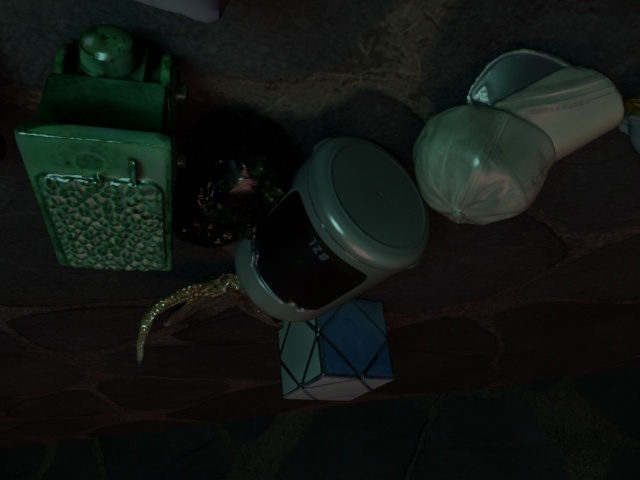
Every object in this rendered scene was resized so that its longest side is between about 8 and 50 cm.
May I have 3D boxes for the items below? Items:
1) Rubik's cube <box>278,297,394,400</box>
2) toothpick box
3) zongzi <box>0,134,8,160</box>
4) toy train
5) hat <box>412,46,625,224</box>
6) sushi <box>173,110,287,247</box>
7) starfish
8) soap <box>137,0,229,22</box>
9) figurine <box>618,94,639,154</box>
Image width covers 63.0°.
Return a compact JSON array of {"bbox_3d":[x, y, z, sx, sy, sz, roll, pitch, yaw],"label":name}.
[{"bbox_3d":[0.031,0.268,1.280,0.205,0.205,0.207,12,144,-30],"label":"Rubik's cube"},{"bbox_3d":[0.000,0.000,0.827,0.229,0.229,0.316,14,146,-31],"label":"toothpick box"},{"bbox_3d":[-0.482,-0.187,0.491,0.286,0.134,0.288,4,135,-9],"label":"zongzi"},{"bbox_3d":[-0.229,-0.100,0.596,0.145,0.201,0.266,3,146,-13],"label":"toy train"},{"bbox_3d":[0.264,-0.119,0.710,0.275,0.161,0.232,-22,151,19],"label":"hat"},{"bbox_3d":[-0.135,-0.073,0.737,0.124,0.127,0.225,14,146,-31],"label":"sushi"},{"bbox_3d":[-0.192,0.147,1.111,0.398,0.132,0.384,-13,159,-15],"label":"starfish"},{"bbox_3d":[-0.169,-0.302,0.284,0.285,0.107,0.296,16,148,-7],"label":"soap"},{"bbox_3d":[0.519,-0.134,0.757,0.271,0.143,0.143,10,146,-29],"label":"figurine"}]
